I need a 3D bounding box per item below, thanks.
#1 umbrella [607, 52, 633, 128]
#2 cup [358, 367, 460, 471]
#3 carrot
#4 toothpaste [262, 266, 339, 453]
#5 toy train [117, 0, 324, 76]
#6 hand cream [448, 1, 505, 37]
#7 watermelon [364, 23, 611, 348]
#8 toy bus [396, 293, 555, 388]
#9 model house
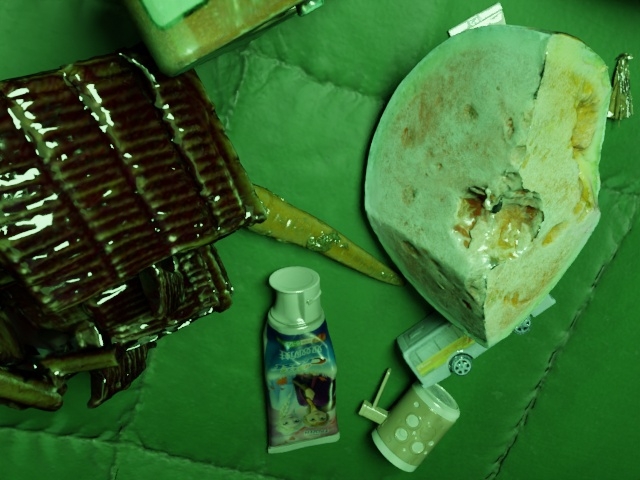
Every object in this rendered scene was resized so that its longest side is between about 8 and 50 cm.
[{"bbox_3d":[0.337,-0.168,0.695,0.031,0.020,0.083,8,117,29],"label":"umbrella"},{"bbox_3d":[0.114,0.223,0.795,0.099,0.102,0.074,-53,150,11],"label":"cup"},{"bbox_3d":[0.000,0.000,0.689,0.254,0.049,0.049,26,105,-24],"label":"carrot"},{"bbox_3d":[-0.024,0.158,0.746,0.096,0.061,0.266,-7,119,-9],"label":"toothpaste"},{"bbox_3d":[-0.057,-0.211,0.442,0.159,0.326,0.129,-26,108,18],"label":"toy train"},{"bbox_3d":[0.210,-0.145,0.674,0.052,0.038,0.216,-40,113,-23],"label":"hand cream"},{"bbox_3d":[0.174,-0.071,0.638,0.175,0.188,0.322,-11,128,-35],"label":"watermelon"},{"bbox_3d":[0.185,0.101,0.755,0.190,0.064,0.075,-38,102,5],"label":"toy bus"},{"bbox_3d":[-0.185,0.009,0.516,0.282,0.297,0.317,-19,113,4],"label":"model house"}]
